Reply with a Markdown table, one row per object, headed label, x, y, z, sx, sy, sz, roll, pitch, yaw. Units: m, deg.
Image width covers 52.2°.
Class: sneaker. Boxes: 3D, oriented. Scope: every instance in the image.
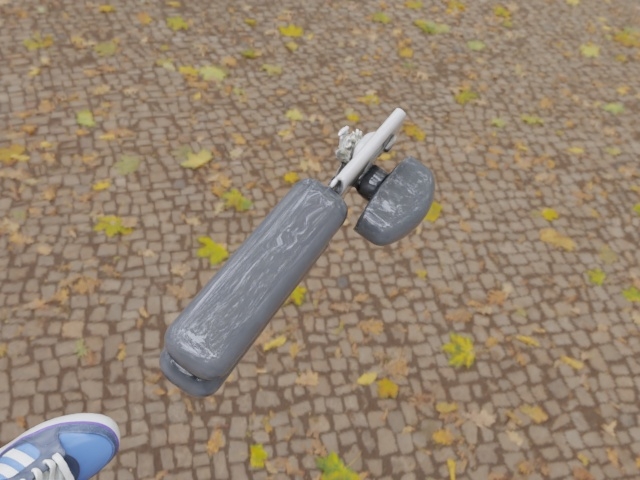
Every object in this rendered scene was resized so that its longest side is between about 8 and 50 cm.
| label | x | y | z | sx | sy | sz | roll | pitch | yaw |
| --- | --- | --- | --- | --- | --- | --- | --- | --- | --- |
| sneaker | -0.434 | 0.392 | 0.932 | 0.322 | 0.130 | 0.236 | -18 | 25 | -18 |

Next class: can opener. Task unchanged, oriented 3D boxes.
| label | x | y | z | sx | sy | sz | roll | pitch | yaw |
| --- | --- | --- | --- | --- | --- | --- | --- | --- | --- |
| can opener | 0.000 | 0.000 | 0.469 | 0.093 | 0.074 | 0.280 | 38 | 55 | 8 |
